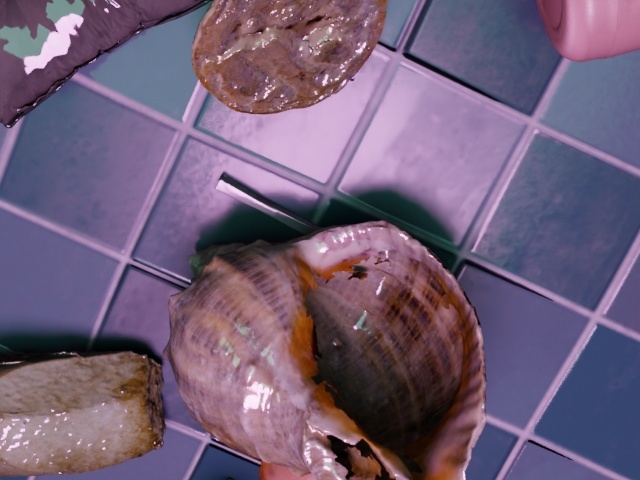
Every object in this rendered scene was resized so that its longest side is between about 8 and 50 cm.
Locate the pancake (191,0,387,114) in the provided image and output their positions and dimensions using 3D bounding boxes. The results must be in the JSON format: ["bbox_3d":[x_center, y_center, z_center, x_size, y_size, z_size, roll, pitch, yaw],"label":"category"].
[{"bbox_3d":[-0.023,-0.158,0.808,0.158,0.028,0.158,-16,141,-14],"label":"pancake"}]

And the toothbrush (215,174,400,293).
[{"bbox_3d":[0.001,-0.002,0.897,0.194,0.014,0.017,30,108,-8],"label":"toothbrush"}]

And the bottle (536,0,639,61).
[{"bbox_3d":[0.291,-0.250,0.739,0.297,0.173,0.206,-12,73,6],"label":"bottle"}]

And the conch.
[{"bbox_3d":[0.006,0.102,0.851,0.210,0.159,0.291,-34,71,-18],"label":"conch"}]

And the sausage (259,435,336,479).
[{"bbox_3d":[0.066,0.273,0.945,0.089,0.083,0.300,-41,99,20],"label":"sausage"}]

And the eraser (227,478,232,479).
[{"bbox_3d":[-0.130,0.355,0.953,0.081,0.124,0.279,32,105,-7],"label":"eraser"}]

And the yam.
[{"bbox_3d":[-0.265,0.145,0.908,0.259,0.106,0.106,-3,107,4],"label":"yam"}]

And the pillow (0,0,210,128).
[{"bbox_3d":[-0.222,-0.273,0.779,0.228,0.101,0.326,-30,106,7],"label":"pillow"}]
